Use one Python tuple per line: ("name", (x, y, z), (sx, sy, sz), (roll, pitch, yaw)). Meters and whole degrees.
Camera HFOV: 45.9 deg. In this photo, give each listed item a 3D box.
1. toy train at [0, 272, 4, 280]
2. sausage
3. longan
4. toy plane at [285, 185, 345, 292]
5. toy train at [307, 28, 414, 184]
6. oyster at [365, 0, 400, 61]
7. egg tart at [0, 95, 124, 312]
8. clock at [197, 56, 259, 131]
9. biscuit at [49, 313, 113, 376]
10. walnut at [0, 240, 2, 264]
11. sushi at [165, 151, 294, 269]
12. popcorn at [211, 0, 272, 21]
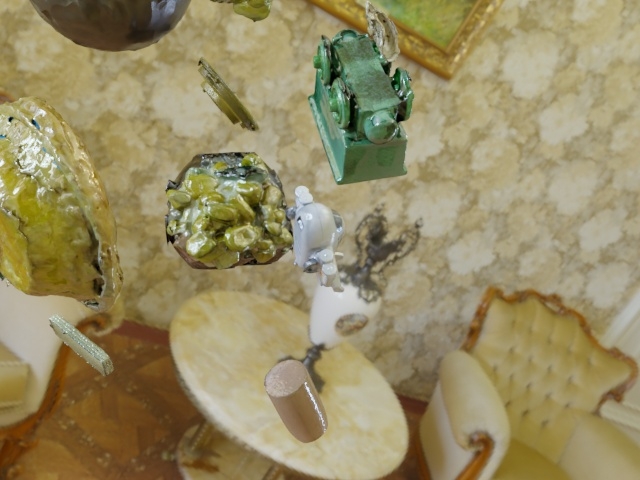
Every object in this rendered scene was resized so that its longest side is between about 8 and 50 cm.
("toy train", (-0.726, 0.024, 1.655), (0.038, 0.147, 0.071), (-17, 36, -4))
("sausage", (-0.058, 0.446, 2.053), (0.123, 0.123, 0.252), (55, -9, 50))
("longan", (-0.450, -0.604, 1.630), (0.391, 0.391, 0.391), (29, 19, -11))
("toy plane", (-0.004, 0.001, 1.642), (0.118, 0.252, 0.252), (-15, 32, -8))
("toy train", (0.068, -0.244, 1.318), (0.145, 0.201, 0.266), (-9, 53, -10))
("oyster", (0.085, -0.311, 1.149), (0.081, 0.038, 0.083), (38, 48, -34))
("egg tart", (-0.464, -0.043, 1.237), (0.169, 0.387, 0.388), (-29, 57, -32))
("clock", (-0.247, -0.362, 1.936), (0.237, 0.057, 0.237), (50, -1, 2))
("biscuit", (-0.646, 0.282, 2.044), (0.199, 0.040, 0.121), (36, -26, 11))
("walnut", (-0.436, 0.005, 0.814), (0.167, 0.087, 0.211), (48, 13, -39))
("sushi", (-0.232, -0.083, 1.893), (0.328, 0.328, 0.285), (-1, -7, -3))
("popcorn", (-0.135, -0.476, 1.341), (0.174, 0.142, 0.173), (24, 12, -6))
